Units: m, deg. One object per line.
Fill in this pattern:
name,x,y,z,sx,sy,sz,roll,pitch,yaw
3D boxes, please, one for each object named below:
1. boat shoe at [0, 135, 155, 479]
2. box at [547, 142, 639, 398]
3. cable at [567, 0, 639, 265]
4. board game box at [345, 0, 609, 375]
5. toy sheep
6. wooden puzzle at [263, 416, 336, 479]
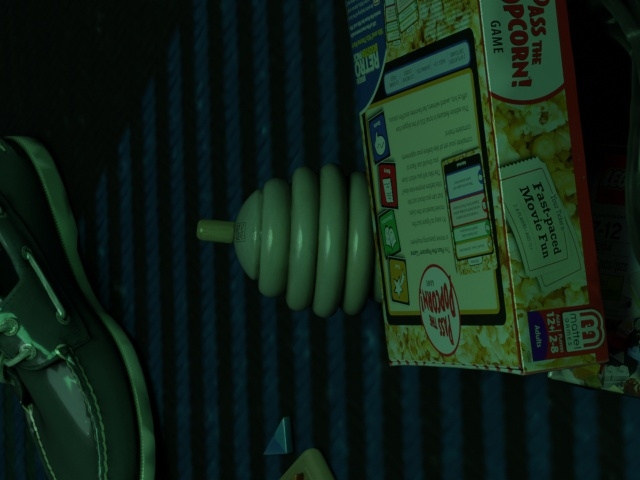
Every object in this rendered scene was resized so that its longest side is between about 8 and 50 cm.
boat shoe,-0.209,0.064,0.994,0.116,0.099,0.319,-43,60,38
box,0.196,0.022,0.592,0.207,0.036,0.114,7,83,47
cable,0.151,-0.106,0.634,0.139,0.072,0.287,-38,61,23
board game box,0.066,-0.038,0.662,0.147,0.045,0.194,173,91,-70
toy sheep,0.000,0.000,0.762,0.091,0.132,0.091,179,90,-86
wooden puzzle,-0.010,0.170,0.843,0.078,0.014,0.116,-56,52,31
